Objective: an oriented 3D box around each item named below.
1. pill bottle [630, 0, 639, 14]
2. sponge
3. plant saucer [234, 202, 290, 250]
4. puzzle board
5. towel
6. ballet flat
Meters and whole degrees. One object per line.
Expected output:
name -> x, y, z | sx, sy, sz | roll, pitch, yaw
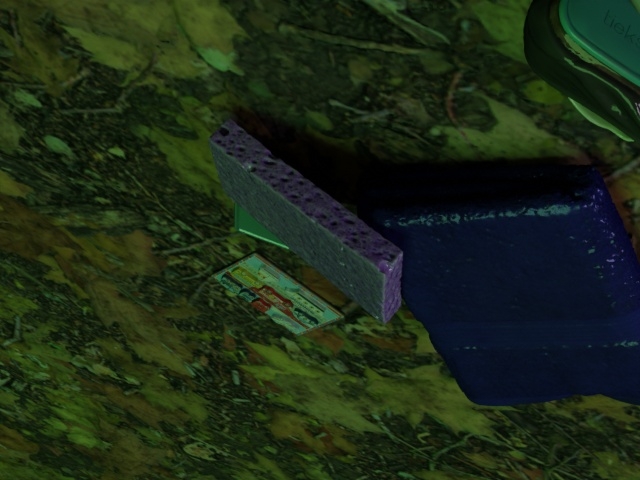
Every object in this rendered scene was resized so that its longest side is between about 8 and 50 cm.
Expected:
pill bottle -> 0.140, -0.277, 0.493 | 0.224, 0.224, 0.392 | -4, 140, 39
sponge -> -0.012, -0.016, 1.115 | 0.210, 0.031, 0.117 | 38, 162, 20
plant saucer -> 0.000, 0.000, 1.236 | 0.192, 0.018, 0.067 | 19, 150, 7
puzzle board -> -0.049, 0.063, 1.375 | 0.128, 0.011, 0.096 | 36, 148, -20
towel -> 0.189, 0.043, 1.127 | 0.227, 0.076, 0.308 | -4, 140, 29
ballet flat -> 0.259, -0.084, 0.861 | 0.280, 0.095, 0.096 | 37, 159, -3
